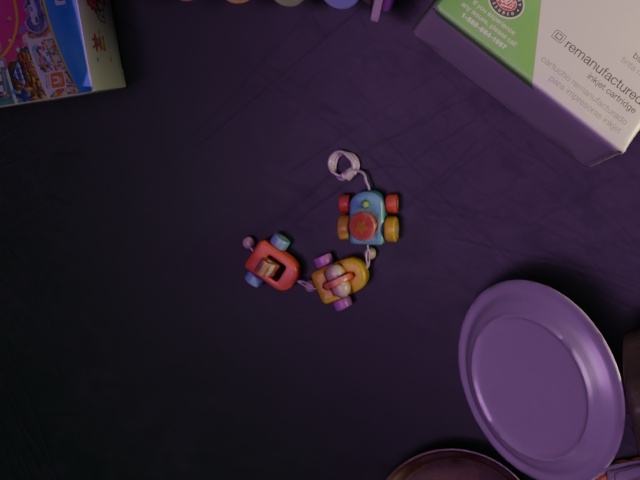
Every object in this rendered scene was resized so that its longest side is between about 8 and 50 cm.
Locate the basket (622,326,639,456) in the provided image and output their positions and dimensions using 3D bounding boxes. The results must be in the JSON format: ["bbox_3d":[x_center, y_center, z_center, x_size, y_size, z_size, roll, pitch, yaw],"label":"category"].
[{"bbox_3d":[0.392,0.128,1.324,0.227,0.154,0.204,-11,80,20],"label":"basket"}]

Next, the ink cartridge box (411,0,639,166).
[{"bbox_3d":[0.241,-0.231,1.269,0.198,0.115,0.273,37,83,-2],"label":"ink cartridge box"}]

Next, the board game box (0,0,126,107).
[{"bbox_3d":[-0.364,-0.237,1.490,0.304,0.097,0.224,-7,96,14],"label":"board game box"}]

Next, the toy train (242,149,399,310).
[{"bbox_3d":[0.000,0.000,1.456,0.125,0.046,0.166,40,106,5],"label":"toy train"}]

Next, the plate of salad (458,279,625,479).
[{"bbox_3d":[0.207,0.130,1.393,0.200,0.048,0.199,22,121,43],"label":"plate of salad"}]

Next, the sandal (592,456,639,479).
[{"bbox_3d":[0.347,0.246,1.387,0.265,0.076,0.101,-17,93,16],"label":"sandal"}]

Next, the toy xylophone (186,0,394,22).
[{"bbox_3d":[-0.062,-0.331,1.387,0.323,0.081,0.236,10,113,15],"label":"toy xylophone"}]

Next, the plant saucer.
[{"bbox_3d":[0.135,0.282,1.472,0.169,0.029,0.168,2,99,14],"label":"plant saucer"}]
